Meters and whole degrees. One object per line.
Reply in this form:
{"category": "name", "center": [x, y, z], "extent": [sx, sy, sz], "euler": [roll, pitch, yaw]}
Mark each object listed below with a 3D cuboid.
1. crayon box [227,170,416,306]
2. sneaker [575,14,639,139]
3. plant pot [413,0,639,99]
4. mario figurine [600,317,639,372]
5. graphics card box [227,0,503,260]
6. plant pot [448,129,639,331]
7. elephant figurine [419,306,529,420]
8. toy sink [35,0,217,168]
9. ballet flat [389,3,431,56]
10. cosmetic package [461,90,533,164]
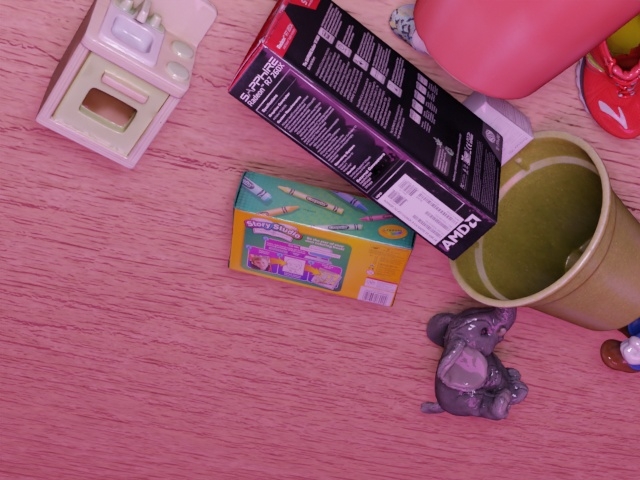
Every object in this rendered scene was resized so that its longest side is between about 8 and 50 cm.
{"category": "crayon box", "center": [0.000, 0.000, 1.504], "extent": [0.278, 0.081, 0.165], "euler": [14, 143, 0]}
{"category": "sneaker", "center": [0.402, -0.239, 1.297], "extent": [0.107, 0.118, 0.279], "euler": [-11, 131, 12]}
{"category": "plant pot", "center": [0.252, -0.320, 1.154], "extent": [0.274, 0.275, 0.243], "euler": [19, 140, -15]}
{"category": "mario figurine", "center": [0.552, 0.083, 1.535], "extent": [0.170, 0.198, 0.320], "euler": [0, 150, -24]}
{"category": "graphics card box", "center": [0.073, -0.164, 1.256], "extent": [0.371, 0.233, 0.094], "euler": [35, 124, -13]}
{"category": "plant pot", "center": [0.378, 0.013, 1.454], "extent": [0.254, 0.276, 0.276], "euler": [28, 128, -36]}
{"category": "elephant figurine", "center": [0.261, 0.187, 1.685], "extent": [0.169, 0.186, 0.239], "euler": [16, 137, 49]}
{"category": "toy sink", "center": [-0.262, -0.237, 1.308], "extent": [0.152, 0.131, 0.234], "euler": [28, 126, -22]}
{"category": "ballet flat", "center": [0.184, -0.267, 1.315], "extent": [0.188, 0.070, 0.070], "euler": [16, 130, -13]}
{"category": "cosmetic package", "center": [0.199, -0.119, 1.449], "extent": [0.099, 0.060, 0.239], "euler": [33, 125, -20]}
